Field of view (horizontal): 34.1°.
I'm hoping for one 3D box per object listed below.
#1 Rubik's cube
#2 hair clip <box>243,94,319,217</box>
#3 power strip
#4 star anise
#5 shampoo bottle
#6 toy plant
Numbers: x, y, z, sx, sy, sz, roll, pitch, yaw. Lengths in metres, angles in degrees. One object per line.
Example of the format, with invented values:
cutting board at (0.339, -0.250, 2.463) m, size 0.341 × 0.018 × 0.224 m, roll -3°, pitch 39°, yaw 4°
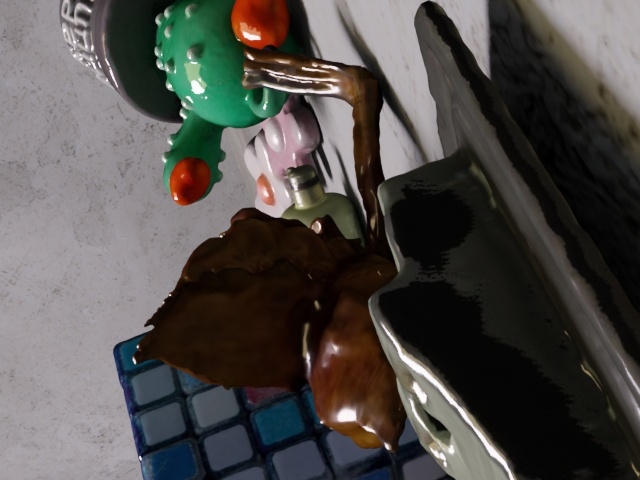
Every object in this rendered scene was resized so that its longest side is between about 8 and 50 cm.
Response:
Rubik's cube at (-0.027, 0.241, 1.122) m, size 0.287 × 0.292 × 0.293 m, roll -116°, pitch 9°, yaw -48°
hair clip at (-0.038, -0.092, 1.175) m, size 0.257 × 0.075 × 0.146 m, roll 97°, pitch 157°, yaw -68°
power strip at (0.085, 0.069, 0.440) m, size 0.251 × 0.092 × 0.257 m, roll 60°, pitch 174°, yaw 40°
star anise at (-0.005, 0.005, 0.665) m, size 0.148 × 0.237 × 0.346 m, roll -57°, pitch 35°, yaw 42°
shampoo bottle at (0.005, 0.002, 1.023) m, size 0.079 × 0.079 × 0.162 m, roll -125°, pitch 16°, yaw -68°
toy plant at (-0.131, -0.194, 1.051) m, size 0.185 × 0.279 × 0.400 m, roll 28°, pitch -179°, yaw -38°
